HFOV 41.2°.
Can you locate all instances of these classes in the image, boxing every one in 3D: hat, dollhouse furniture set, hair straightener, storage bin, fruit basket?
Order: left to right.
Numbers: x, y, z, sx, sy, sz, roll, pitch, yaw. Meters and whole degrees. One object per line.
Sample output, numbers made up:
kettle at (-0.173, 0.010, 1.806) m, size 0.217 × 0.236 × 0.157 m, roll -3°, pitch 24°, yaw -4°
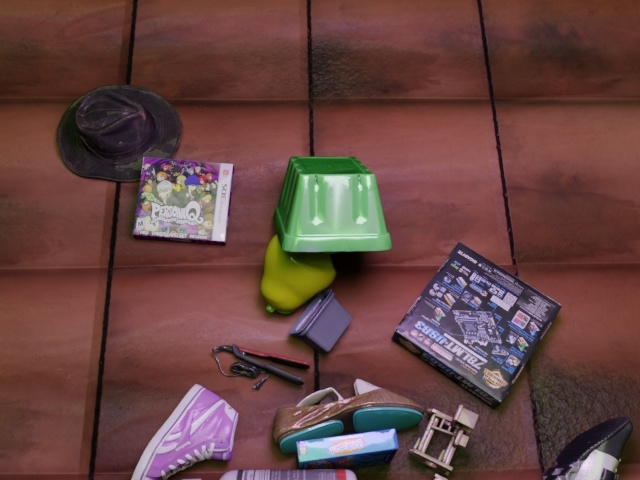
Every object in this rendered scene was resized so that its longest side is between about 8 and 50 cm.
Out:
hat at (-0.529, -0.310, 2.202) m, size 0.331 × 0.134 × 0.331 m, roll 1°, pitch 63°, yaw -1°
hair straightener at (-0.145, 0.295, 1.965) m, size 0.230 × 0.047 × 0.089 m, roll 16°, pitch 64°, yaw 6°
fruit basket at (0.000, 0.000, 1.992) m, size 0.283 × 0.392 × 0.392 m, roll -1°, pitch 64°, yaw -6°
storage bin at (0.004, 0.196, 2.002) m, size 0.091 × 0.098 × 0.135 m, roll 44°, pitch 67°, yaw -12°
dollhouse furniture set at (0.248, 0.452, 1.838) m, size 0.101 × 0.161 × 0.182 m, roll 24°, pitch 65°, yaw 10°

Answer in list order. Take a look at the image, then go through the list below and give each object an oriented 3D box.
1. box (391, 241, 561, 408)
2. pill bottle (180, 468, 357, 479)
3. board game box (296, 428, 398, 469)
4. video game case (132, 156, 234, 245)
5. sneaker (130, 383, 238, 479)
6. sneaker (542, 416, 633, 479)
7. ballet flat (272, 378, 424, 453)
box at (0.370, 0.195, 2.018) m, size 0.295 × 0.073 × 0.293 m, roll 33°, pitch 68°, yaw 13°
pill bottle at (-0.106, 0.576, 1.740) m, size 0.363 × 0.210 × 0.210 m, roll 0°, pitch 64°, yaw -2°
board game box at (0.053, 0.457, 1.831) m, size 0.210 × 0.160 × 0.047 m, roll -6°, pitch 65°, yaw -4°
video game case at (-0.342, -0.099, 2.138) m, size 0.232 × 0.042 × 0.210 m, roll 5°, pitch 73°, yaw 0°
sneaker at (-0.285, 0.464, 1.851) m, size 0.161 × 0.102 × 0.282 m, roll 32°, pitch 67°, yaw 9°
sneaker at (0.585, 0.525, 1.853) m, size 0.330 × 0.122 × 0.146 m, roll -39°, pitch 89°, yaw -19°
ballet flat at (0.055, 0.380, 1.911) m, size 0.342 × 0.116 × 0.124 m, roll -13°, pitch 46°, yaw -4°
